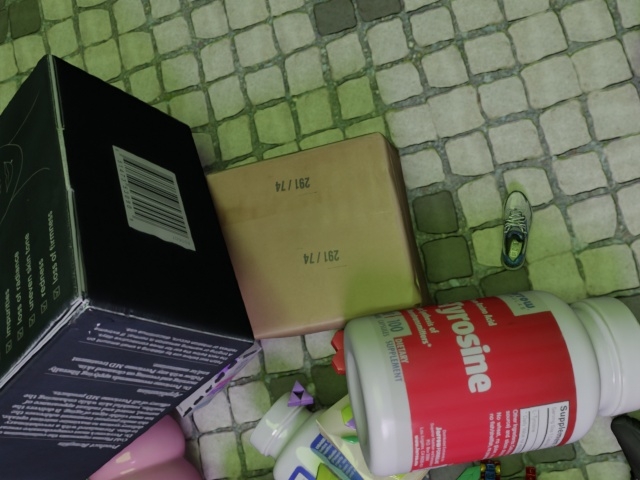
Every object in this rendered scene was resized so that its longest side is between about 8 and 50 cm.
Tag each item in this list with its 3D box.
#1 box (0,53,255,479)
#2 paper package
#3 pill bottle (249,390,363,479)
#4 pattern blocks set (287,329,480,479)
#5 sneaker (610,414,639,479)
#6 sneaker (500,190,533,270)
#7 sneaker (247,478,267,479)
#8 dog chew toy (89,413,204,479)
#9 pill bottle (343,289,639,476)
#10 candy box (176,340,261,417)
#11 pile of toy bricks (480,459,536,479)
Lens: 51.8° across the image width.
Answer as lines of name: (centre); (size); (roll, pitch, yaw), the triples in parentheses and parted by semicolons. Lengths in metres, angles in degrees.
box: (-0.410, 0.067, 1.047); (0.471, 0.297, 0.480); (-39, 52, 23)
paper package: (0.000, 0.000, 1.133); (0.324, 0.168, 0.310); (-13, 80, 15)
pill bottle: (0.018, 0.380, 1.099); (0.272, 0.152, 0.152); (37, 95, 16)
pattern blocks set: (0.097, 0.312, 1.054); (0.324, 0.026, 0.285); (33, 53, 13)
sneaker: (0.512, 0.403, 0.987); (0.130, 0.109, 0.286); (-35, 74, 18)
sneaker: (0.328, -0.018, 1.098); (0.052, 0.058, 0.135); (1, 84, 16)
sneaker: (-0.043, 0.625, 1.067); (0.185, 0.202, 0.483); (-24, 79, 12)
dog chew toy: (-0.325, 0.397, 1.179); (0.206, 0.206, 0.332); (-25, 70, 12)
pill bottle: (0.251, 0.198, 0.973); (0.407, 0.229, 0.229); (-8, 82, -6)
candy box: (-0.226, 0.196, 1.196); (0.165, 0.070, 0.196); (50, 120, 14)
pile of toy bricks: (0.288, 0.453, 1.021); (0.118, 0.212, 0.105); (1, 121, 17)
